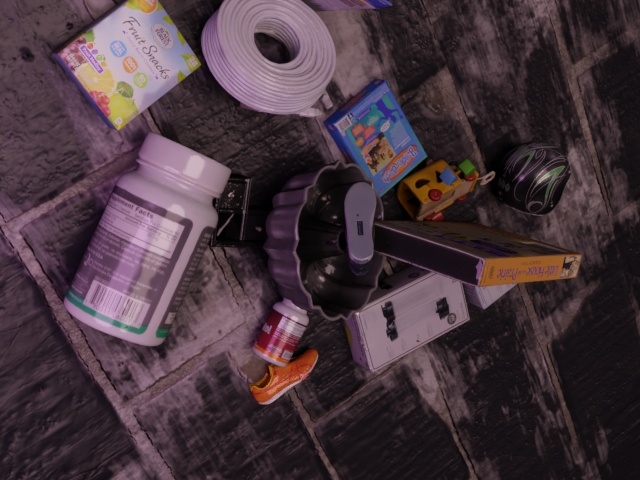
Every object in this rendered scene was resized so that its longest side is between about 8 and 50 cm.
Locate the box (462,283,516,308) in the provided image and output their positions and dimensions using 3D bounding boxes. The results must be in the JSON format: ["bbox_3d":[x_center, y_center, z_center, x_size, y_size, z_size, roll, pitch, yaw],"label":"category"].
[{"bbox_3d":[0.393,0.086,2.052,0.137,0.126,0.072,-35,116,-18],"label":"box"}]

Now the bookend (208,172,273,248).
[{"bbox_3d":[-0.157,-0.067,1.741,0.157,0.072,0.156,3,101,-30],"label":"bookend"}]

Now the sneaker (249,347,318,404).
[{"bbox_3d":[-0.078,0.290,1.883,0.175,0.064,0.067,-37,107,-19],"label":"sneaker"}]

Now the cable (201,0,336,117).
[{"bbox_3d":[-0.095,-0.362,1.626,0.257,0.089,0.257,-7,73,-31],"label":"cable"}]

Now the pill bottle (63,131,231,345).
[{"bbox_3d":[-0.315,-0.004,1.592,0.204,0.204,0.361,25,90,-31],"label":"pill bottle"}]

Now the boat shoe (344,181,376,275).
[{"bbox_3d":[0.077,-0.023,1.725,0.065,0.083,0.184,3,62,0],"label":"boat shoe"}]

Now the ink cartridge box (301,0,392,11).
[{"bbox_3d":[-0.008,-0.494,1.574,0.185,0.311,0.065,25,91,-32],"label":"ink cartridge box"}]

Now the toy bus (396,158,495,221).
[{"bbox_3d":[0.271,-0.132,1.943,0.191,0.104,0.202,-45,158,21],"label":"toy bus"}]

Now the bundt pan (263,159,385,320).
[{"bbox_3d":[0.000,0.000,1.767,0.330,0.124,0.331,-3,94,-54],"label":"bundt pan"}]

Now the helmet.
[{"bbox_3d":[0.507,-0.157,2.033,0.169,0.169,0.162,3,118,-29],"label":"helmet"}]

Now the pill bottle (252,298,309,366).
[{"bbox_3d":[-0.079,0.188,1.841,0.086,0.086,0.152,28,88,-31],"label":"pill bottle"}]

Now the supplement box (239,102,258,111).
[{"bbox_3d":[-0.113,-0.276,1.695,0.062,0.098,0.036,-1,103,-28],"label":"supplement box"}]

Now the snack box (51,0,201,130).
[{"bbox_3d":[-0.353,-0.334,1.566,0.207,0.070,0.175,-43,118,-15],"label":"snack box"}]

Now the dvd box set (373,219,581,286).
[{"bbox_3d":[0.326,0.020,1.825,0.420,0.307,0.062,-1,106,-49],"label":"dvd box set"}]

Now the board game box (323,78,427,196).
[{"bbox_3d":[0.124,-0.221,1.870,0.160,0.047,0.210,-41,118,-15],"label":"board game box"}]

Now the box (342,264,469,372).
[{"bbox_3d":[0.195,0.164,1.985,0.289,0.087,0.169,-26,114,-21],"label":"box"}]
